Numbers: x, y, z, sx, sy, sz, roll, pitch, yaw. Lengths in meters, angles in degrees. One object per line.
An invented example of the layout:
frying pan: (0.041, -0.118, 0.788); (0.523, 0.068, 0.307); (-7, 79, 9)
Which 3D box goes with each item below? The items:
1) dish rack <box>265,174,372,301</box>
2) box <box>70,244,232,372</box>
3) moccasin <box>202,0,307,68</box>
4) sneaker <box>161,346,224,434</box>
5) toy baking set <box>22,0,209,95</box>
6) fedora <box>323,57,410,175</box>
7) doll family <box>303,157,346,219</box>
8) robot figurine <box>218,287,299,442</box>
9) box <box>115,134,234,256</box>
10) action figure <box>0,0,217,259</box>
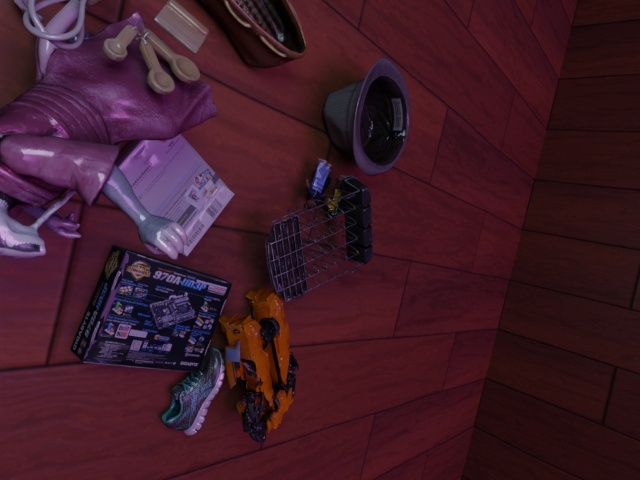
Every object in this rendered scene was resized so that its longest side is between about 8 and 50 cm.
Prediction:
dish rack: (0.000, 0.000, 0.924); (0.271, 0.074, 0.208); (-24, 123, -29)
box: (-0.271, 0.124, 0.744); (0.220, 0.051, 0.175); (26, 81, -49)
moccasin: (-0.144, -0.424, 0.653); (0.139, 0.147, 0.380); (-55, 136, -22)
sneaker: (-0.237, 0.278, 0.823); (0.076, 0.065, 0.167); (30, 76, -43)
toy baking set: (-0.225, -0.259, 0.470); (0.256, 0.030, 0.197); (12, 56, -44)
fedora: (0.095, -0.272, 0.987); (0.275, 0.124, 0.244); (2, 102, -57)
doll family: (0.015, -0.103, 0.992); (0.193, 0.076, 0.111); (26, 85, -44)
robot figurine: (-0.120, 0.258, 0.908); (0.211, 0.085, 0.291); (-43, 132, -58)
box: (-0.244, -0.085, 0.724); (0.145, 0.038, 0.186); (-58, 137, -20)
action figure: (-0.266, -0.123, 0.462); (0.370, 0.248, 0.276); (-69, 145, -46)
